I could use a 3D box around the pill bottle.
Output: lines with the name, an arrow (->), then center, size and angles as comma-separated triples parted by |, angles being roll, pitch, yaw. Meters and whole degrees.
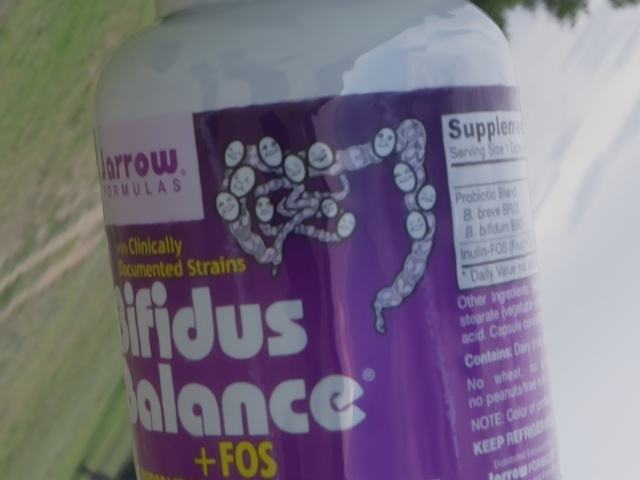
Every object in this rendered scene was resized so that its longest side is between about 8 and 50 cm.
pill bottle -> 0.000, 0.000, 0.576 | 0.169, 0.169, 0.301 | -135, -142, -87
